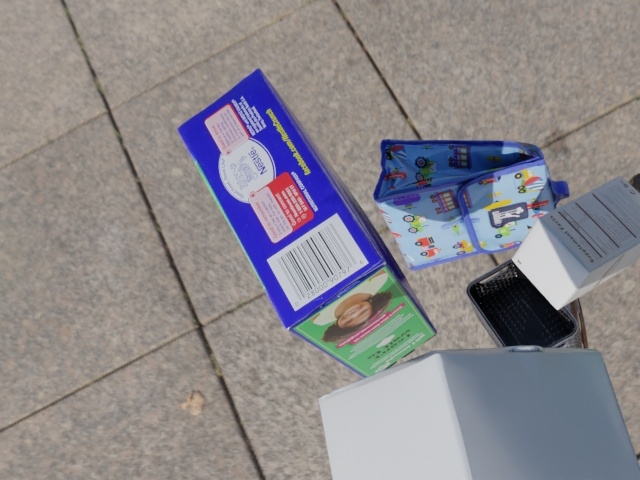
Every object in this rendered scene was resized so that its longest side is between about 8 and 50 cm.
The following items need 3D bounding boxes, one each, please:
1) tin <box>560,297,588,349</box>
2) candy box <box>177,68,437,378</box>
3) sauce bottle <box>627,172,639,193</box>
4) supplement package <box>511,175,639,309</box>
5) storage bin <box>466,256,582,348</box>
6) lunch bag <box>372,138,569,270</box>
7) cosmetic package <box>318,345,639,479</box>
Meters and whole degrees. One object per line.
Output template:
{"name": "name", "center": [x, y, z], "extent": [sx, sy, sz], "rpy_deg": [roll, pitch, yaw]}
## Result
{"name": "tin", "center": [0.458, 0.157, 1.278], "extent": [0.040, 0.106, 0.189], "rpy_deg": [-9, 34, 20]}
{"name": "candy box", "center": [0.000, 0.000, 0.821], "extent": [0.122, 0.317, 0.268], "rpy_deg": [-34, 64, 6]}
{"name": "sauce bottle", "center": [0.557, -0.084, 1.271], "extent": [0.042, 0.128, 0.042], "rpy_deg": [0, 75, 1]}
{"name": "supplement package", "center": [0.388, 0.002, 1.018], "extent": [0.179, 0.105, 0.105], "rpy_deg": [-25, 63, -25]}
{"name": "storage bin", "center": [0.345, 0.132, 1.202], "extent": [0.122, 0.084, 0.180], "rpy_deg": [-31, 49, 3]}
{"name": "lunch bag", "center": [0.266, -0.071, 1.191], "extent": [0.294, 0.221, 0.138], "rpy_deg": [-6, 53, 23]}
{"name": "cosmetic package", "center": [0.153, 0.281, 0.530], "extent": [0.156, 0.217, 0.384], "rpy_deg": [-36, 55, 44]}
